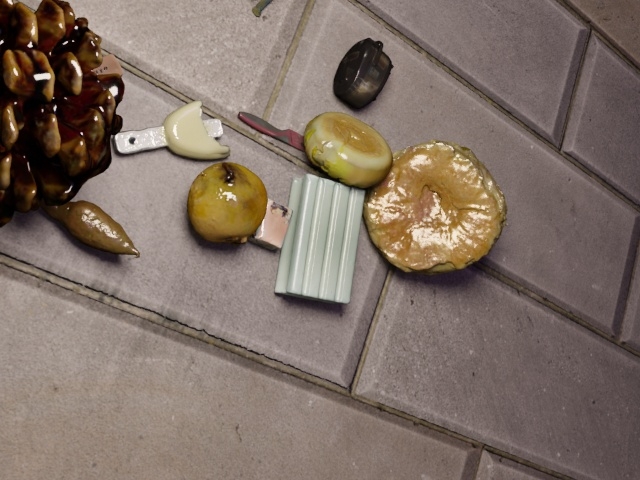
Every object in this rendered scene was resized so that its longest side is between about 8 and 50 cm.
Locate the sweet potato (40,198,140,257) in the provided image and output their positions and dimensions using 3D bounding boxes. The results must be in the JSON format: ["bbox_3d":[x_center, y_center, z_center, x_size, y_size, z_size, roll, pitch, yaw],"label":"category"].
[{"bbox_3d":[-0.451,-0.044,1.213,0.269,0.075,0.074,34,70,-11],"label":"sweet potato"}]

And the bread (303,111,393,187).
[{"bbox_3d":[0.059,-0.202,1.474,0.213,0.104,0.213,15,43,-14],"label":"bread"}]

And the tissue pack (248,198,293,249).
[{"bbox_3d":[-0.110,-0.033,1.416,0.074,0.059,0.094,23,76,-29],"label":"tissue pack"}]

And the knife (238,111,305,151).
[{"bbox_3d":[-0.078,-0.237,1.477,0.247,0.018,0.035,22,69,-31],"label":"knife"}]

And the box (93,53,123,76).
[{"bbox_3d":[-0.441,-0.321,1.263,0.115,0.025,0.048,-33,104,-29],"label":"box"}]

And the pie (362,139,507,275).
[{"bbox_3d":[0.262,-0.071,1.528,0.340,0.083,0.339,1,97,8],"label":"pie"}]

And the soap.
[{"bbox_3d":[0.000,0.000,1.461,0.160,0.088,0.265,13,80,-29],"label":"soap"}]

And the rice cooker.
[{"bbox_3d":[0.100,-0.392,1.537,0.106,0.112,0.165,41,70,-27],"label":"rice cooker"}]

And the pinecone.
[{"bbox_3d":[-0.501,-0.227,1.027,0.398,0.398,0.397,3,85,-30],"label":"pinecone"}]

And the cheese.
[{"bbox_3d":[-0.300,-0.211,1.323,0.235,0.050,0.127,-17,97,-29],"label":"cheese"}]

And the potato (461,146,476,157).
[{"bbox_3d":[0.328,-0.157,1.645,0.157,0.157,0.194,43,47,-21],"label":"potato"}]

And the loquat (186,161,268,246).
[{"bbox_3d":[-0.185,-0.067,1.328,0.172,0.150,0.204,-55,148,-44],"label":"loquat"}]

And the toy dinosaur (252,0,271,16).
[{"bbox_3d":[-0.124,-0.616,1.465,0.247,0.075,0.188,47,57,-14],"label":"toy dinosaur"}]
